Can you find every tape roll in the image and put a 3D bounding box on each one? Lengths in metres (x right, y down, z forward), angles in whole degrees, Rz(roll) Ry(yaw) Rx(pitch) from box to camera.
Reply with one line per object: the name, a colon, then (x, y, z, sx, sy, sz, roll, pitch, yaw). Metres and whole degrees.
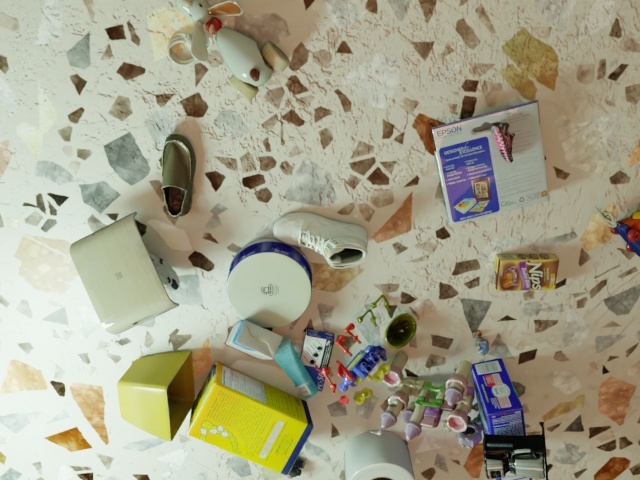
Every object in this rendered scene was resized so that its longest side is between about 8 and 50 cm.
tape roll: (0.207, 0.823, 2.125, 0.245, 0.169, 0.246, -1, 113, -2)

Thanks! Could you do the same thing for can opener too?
can opener: (-0.153, 0.816, 2.182, 0.186, 0.073, 0.059, 14, 151, -4)

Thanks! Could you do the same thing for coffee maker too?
coffee maker: (0.577, 0.629, 1.784, 0.178, 0.171, 0.120, -4, 107, 19)

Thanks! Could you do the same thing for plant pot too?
plant pot: (-0.539, 0.491, 1.958, 0.187, 0.212, 0.212, 6, 113, 9)

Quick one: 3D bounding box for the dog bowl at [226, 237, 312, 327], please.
dog bowl: (-0.156, 0.132, 1.857, 0.264, 0.104, 0.265, -1, 113, -1)

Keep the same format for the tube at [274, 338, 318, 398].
tube: (-0.082, 0.424, 1.968, 0.080, 0.052, 0.207, -33, 104, -1)

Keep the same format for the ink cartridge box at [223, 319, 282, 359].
ink cartridge box: (-0.219, 0.319, 1.909, 0.134, 0.231, 0.078, 27, 72, -12)

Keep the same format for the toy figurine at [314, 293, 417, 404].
toy figurine: (0.131, 0.371, 1.959, 0.191, 0.217, 0.362, 41, 66, 6)

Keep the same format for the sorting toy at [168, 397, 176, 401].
sorting toy: (-0.527, 0.575, 2.086, 0.083, 0.012, 0.062, 29, 110, -13)

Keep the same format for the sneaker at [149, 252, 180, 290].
sneaker: (-0.560, 0.115, 1.847, 0.235, 0.094, 0.153, 34, 110, -14)

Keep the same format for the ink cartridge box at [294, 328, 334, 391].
ink cartridge box: (-0.020, 0.400, 2.006, 0.097, 0.046, 0.207, 11, 113, -4)

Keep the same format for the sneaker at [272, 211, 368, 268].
sneaker: (0.000, 0.000, 1.771, 0.292, 0.169, 0.108, 5, 115, -2)

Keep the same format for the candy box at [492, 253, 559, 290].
candy box: (0.645, 0.099, 1.891, 0.186, 0.053, 0.109, -2, 112, -2)

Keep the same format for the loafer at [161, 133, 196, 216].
loafer: (-0.408, -0.179, 1.727, 0.094, 0.087, 0.251, 0, 113, -1)

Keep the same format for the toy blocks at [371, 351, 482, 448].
toy blocks: (0.342, 0.561, 1.919, 0.288, 0.260, 0.309, 1, 118, 29)

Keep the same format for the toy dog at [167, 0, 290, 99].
toy dog: (-0.242, -0.503, 1.554, 0.333, 0.161, 0.220, 22, 111, -10)

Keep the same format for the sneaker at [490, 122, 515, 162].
sneaker: (0.519, -0.273, 1.668, 0.057, 0.047, 0.119, -28, 112, -2)

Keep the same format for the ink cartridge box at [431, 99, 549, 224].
ink cartridge box: (0.493, -0.225, 1.744, 0.303, 0.072, 0.308, -14, 110, 5)

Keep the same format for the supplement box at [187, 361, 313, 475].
supplement box: (-0.230, 0.582, 1.978, 0.356, 0.194, 0.195, 27, 95, -12)

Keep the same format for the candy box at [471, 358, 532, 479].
candy box: (0.597, 0.603, 1.987, 0.122, 0.268, 0.317, -11, 113, 7)

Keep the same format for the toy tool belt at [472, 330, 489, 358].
toy tool belt: (0.535, 0.345, 1.992, 0.052, 0.051, 0.083, -12, 112, 4)

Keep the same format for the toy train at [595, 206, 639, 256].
toy train: (0.953, -0.065, 1.807, 0.248, 0.105, 0.143, 43, 96, -17)

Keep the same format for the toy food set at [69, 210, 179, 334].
toy food set: (-0.572, 0.098, 1.759, 0.219, 0.092, 0.306, -24, 91, 7)
